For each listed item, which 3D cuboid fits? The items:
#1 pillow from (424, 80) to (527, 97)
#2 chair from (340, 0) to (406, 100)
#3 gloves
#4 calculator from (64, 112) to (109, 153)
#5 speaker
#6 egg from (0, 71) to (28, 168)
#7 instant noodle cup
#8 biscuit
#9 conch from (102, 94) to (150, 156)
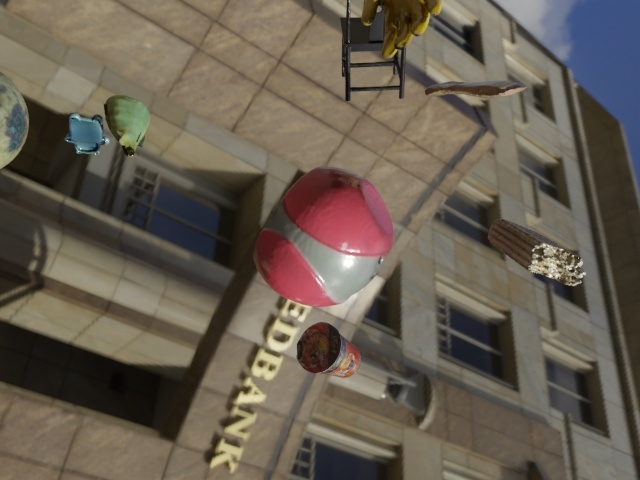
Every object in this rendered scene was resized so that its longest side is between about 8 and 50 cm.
[{"bbox_3d":[0.340,-0.334,1.753,0.211,0.135,0.034,12,-64,44],"label":"pillow"},{"bbox_3d":[0.117,-0.457,1.769,0.141,0.154,0.260,-96,-177,-50],"label":"chair"},{"bbox_3d":[0.157,-0.460,1.484,0.133,0.116,0.295,-42,-146,41],"label":"gloves"},{"bbox_3d":[-0.500,-0.227,1.697,0.141,0.094,0.019,114,-25,-58],"label":"calculator"},{"bbox_3d":[0.000,0.000,1.616,0.294,0.294,0.294,-39,-143,38],"label":"speaker"},{"bbox_3d":[-0.438,-0.152,0.939,0.141,0.181,0.141,24,90,-85],"label":"egg"},{"bbox_3d":[0.029,0.276,1.916,0.127,0.135,0.127,-14,-119,28],"label":"instant noodle cup"},{"bbox_3d":[0.415,0.018,1.536,0.239,0.108,0.062,-118,-132,-73],"label":"biscuit"},{"bbox_3d":[-0.401,-0.240,1.619,0.079,0.105,0.170,-47,-148,28],"label":"conch"}]
